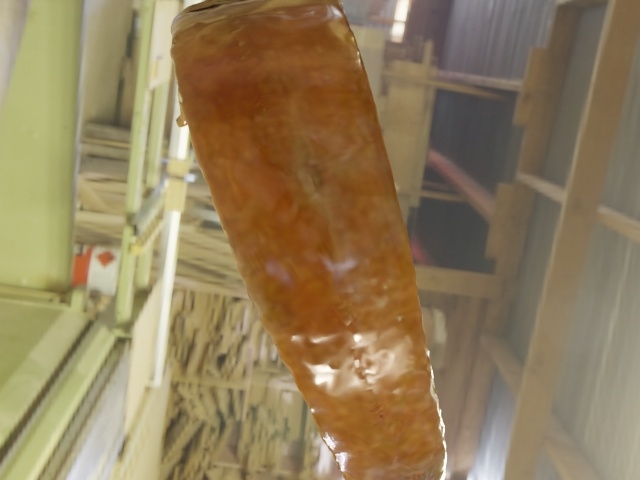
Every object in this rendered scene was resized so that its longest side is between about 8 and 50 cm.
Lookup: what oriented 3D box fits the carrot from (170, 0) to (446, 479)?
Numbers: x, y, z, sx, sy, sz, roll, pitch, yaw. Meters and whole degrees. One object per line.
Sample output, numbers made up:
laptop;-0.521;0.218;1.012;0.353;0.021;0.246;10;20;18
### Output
carrot;0.000;0.000;0.561;0.258;0.100;0.307;64;11;-68
